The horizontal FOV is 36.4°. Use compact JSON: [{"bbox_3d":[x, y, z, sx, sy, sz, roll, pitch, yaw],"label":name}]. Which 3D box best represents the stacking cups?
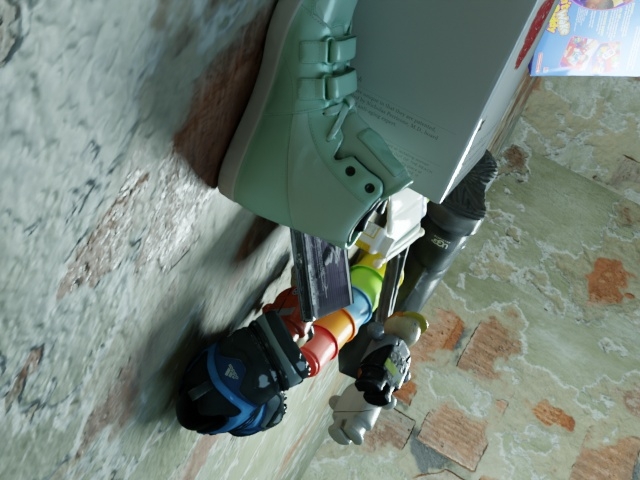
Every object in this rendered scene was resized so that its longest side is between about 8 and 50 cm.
[{"bbox_3d":[0.045,0.130,1.687,0.316,0.096,0.096,-50,165,-49],"label":"stacking cups"}]

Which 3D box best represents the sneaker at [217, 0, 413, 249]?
[{"bbox_3d":[0.026,-0.116,0.786,0.094,0.151,0.255,-39,155,-61],"label":"sneaker"}]

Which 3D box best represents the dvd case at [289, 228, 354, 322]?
[{"bbox_3d":[0.000,0.000,1.096,0.221,0.018,0.164,-6,88,-77],"label":"dvd case"}]

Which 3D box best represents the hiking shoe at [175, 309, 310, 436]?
[{"bbox_3d":[-0.109,0.166,1.104,0.132,0.113,0.304,-24,162,-20],"label":"hiking shoe"}]

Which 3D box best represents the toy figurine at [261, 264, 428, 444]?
[{"bbox_3d":[0.017,0.146,1.284,0.213,0.210,0.148,107,10,-51],"label":"toy figurine"}]

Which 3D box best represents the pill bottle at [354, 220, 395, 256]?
[{"bbox_3d":[0.071,-0.007,1.479,0.043,0.083,0.043,-58,169,-17],"label":"pill bottle"}]

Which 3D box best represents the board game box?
[{"bbox_3d":[0.536,-0.477,1.860,0.078,0.233,0.347,-88,179,-45],"label":"board game box"}]

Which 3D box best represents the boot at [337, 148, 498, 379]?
[{"bbox_3d":[0.187,0.035,1.980,0.445,0.146,0.367,-65,178,32],"label":"boot"}]

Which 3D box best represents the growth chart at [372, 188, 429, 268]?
[{"bbox_3d":[0.144,-0.087,1.558,0.172,0.021,0.237,-28,129,-50],"label":"growth chart"}]

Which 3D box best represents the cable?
[{"bbox_3d":[0.123,-0.004,1.686,0.139,0.072,0.287,-69,173,-76],"label":"cable"}]

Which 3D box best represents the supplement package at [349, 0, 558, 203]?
[{"bbox_3d":[0.112,-0.216,0.868,0.177,0.175,0.293,-42,158,-60],"label":"supplement package"}]
